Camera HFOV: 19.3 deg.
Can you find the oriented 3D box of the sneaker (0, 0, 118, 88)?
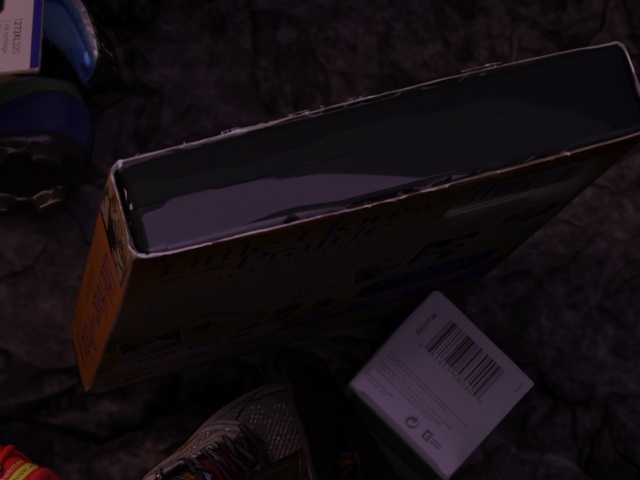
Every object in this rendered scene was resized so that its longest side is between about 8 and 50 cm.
[{"bbox_3d":[-0.211,-0.163,1.396,0.073,0.063,0.162,-39,63,-4],"label":"sneaker"}]

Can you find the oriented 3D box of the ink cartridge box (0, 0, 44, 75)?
[{"bbox_3d":[-0.363,-0.150,1.291,0.370,0.069,0.176,-6,56,6],"label":"ink cartridge box"}]

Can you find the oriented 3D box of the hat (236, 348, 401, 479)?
[{"bbox_3d":[0.004,0.240,1.236,0.134,0.331,0.331,-27,81,6],"label":"hat"}]

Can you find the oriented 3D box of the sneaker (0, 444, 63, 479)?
[{"bbox_3d":[-0.227,0.159,1.269,0.107,0.118,0.279,-18,85,-55],"label":"sneaker"}]

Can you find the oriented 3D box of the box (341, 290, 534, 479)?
[{"bbox_3d":[0.079,0.112,1.367,0.101,0.087,0.102,44,73,3],"label":"box"}]

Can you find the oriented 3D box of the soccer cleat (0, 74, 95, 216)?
[{"bbox_3d":[-0.308,-0.078,1.359,0.289,0.093,0.121,1,45,-6],"label":"soccer cleat"}]

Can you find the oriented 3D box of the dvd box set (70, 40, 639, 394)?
[{"bbox_3d":[0.000,0.000,1.208,0.307,0.420,0.062,-15,79,-13],"label":"dvd box set"}]

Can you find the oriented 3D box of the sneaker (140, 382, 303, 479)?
[{"bbox_3d":[-0.080,0.183,1.316,0.225,0.093,0.088,-42,86,-18],"label":"sneaker"}]
